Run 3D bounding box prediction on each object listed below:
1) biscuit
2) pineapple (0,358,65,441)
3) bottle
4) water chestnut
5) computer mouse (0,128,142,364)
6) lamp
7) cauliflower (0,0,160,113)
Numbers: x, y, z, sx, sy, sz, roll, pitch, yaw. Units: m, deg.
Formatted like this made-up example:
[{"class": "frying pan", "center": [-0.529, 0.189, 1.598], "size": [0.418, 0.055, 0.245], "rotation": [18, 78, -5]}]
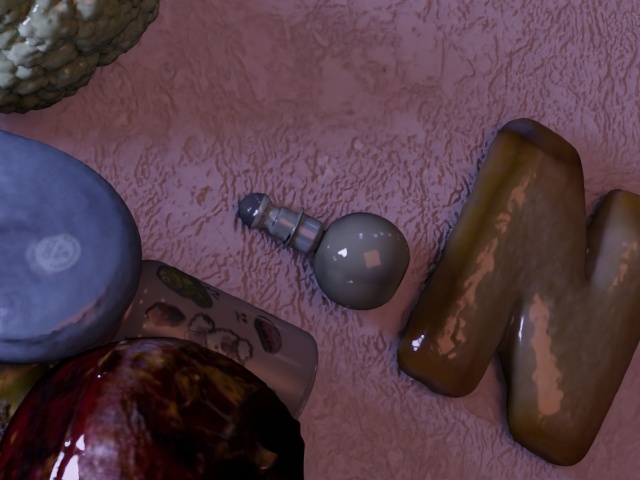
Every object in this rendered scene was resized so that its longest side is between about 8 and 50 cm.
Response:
[{"class": "biscuit", "center": [0.220, 0.050, 1.813], "size": [0.237, 0.062, 0.290], "rotation": [35, 72, -19]}, {"class": "pineapple", "center": [-0.276, 0.183, 1.567], "size": [0.221, 0.047, 0.221], "rotation": [1, 88, -24]}, {"class": "bottle", "center": [-0.134, 0.084, 1.603], "size": [0.253, 0.120, 0.120], "rotation": [26, 74, -22]}, {"class": "water chestnut", "center": [-0.103, 0.240, 1.432], "size": [0.302, 0.350, 0.350], "rotation": [3, 81, 14]}, {"class": "computer mouse", "center": [-0.314, -0.007, 1.494], "size": [0.371, 0.122, 0.188], "rotation": [25, 62, 12]}, {"class": "lamp", "center": [0.000, 0.000, 1.706], "size": [0.163, 0.091, 0.091], "rotation": [27, 73, -4]}, {"class": "cauliflower", "center": [-0.264, -0.246, 1.532], "size": [0.275, 0.272, 0.250], "rotation": [23, 43, -37]}]
